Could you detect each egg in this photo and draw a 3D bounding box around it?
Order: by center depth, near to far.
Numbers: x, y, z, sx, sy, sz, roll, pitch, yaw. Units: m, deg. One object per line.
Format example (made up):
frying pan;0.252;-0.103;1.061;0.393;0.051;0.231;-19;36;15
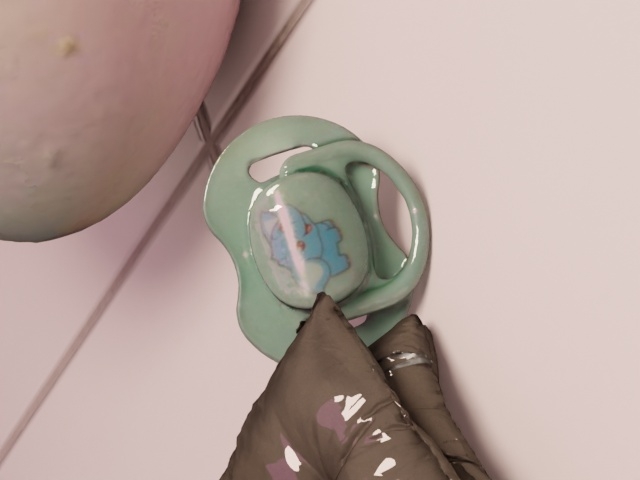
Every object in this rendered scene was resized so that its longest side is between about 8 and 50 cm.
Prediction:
egg;-0.206;-0.169;0.868;0.354;0.354;0.340;-17;88;53

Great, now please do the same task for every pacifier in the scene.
pacifier;0.000;0.000;0.775;0.116;0.127;0.150;66;179;-86

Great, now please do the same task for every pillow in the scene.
pillow;0.039;0.207;0.648;0.228;0.101;0.326;-57;43;18
